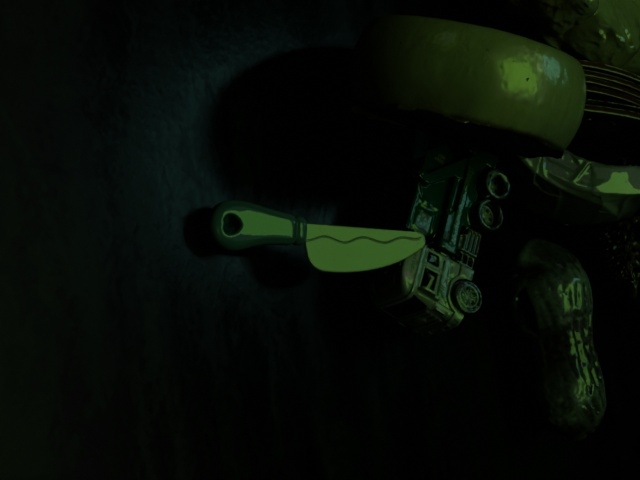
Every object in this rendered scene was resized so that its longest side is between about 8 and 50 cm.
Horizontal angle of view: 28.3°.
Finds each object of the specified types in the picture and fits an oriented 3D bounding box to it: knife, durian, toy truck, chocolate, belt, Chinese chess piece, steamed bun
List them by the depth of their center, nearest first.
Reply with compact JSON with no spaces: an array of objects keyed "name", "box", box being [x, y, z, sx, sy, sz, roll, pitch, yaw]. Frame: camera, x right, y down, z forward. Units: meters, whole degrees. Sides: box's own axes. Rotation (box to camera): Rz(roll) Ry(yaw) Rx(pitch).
[{"name":"knife","box":[-0.001,0.002,1.292,0.244,0.032,0.058,10,79,-24]},{"name":"Chinese chess piece","box":[0.156,-0.163,1.367,0.257,0.257,0.104,12,91,-42]},{"name":"toy truck","box":[0.122,-0.010,1.413,0.116,0.110,0.216,28,63,-23]},{"name":"chocolate","box":[0.285,0.119,1.537,0.110,0.110,0.248,-8,90,-44]},{"name":"belt","box":[0.324,-0.117,1.554,0.261,0.105,0.184,6,71,-13]},{"name":"steamed bun","box":[0.330,-0.322,1.646,0.292,0.137,0.295,44,38,-17]},{"name":"durian","box":[0.433,-0.015,1.690,0.196,0.167,0.196,0,91,-20]}]
